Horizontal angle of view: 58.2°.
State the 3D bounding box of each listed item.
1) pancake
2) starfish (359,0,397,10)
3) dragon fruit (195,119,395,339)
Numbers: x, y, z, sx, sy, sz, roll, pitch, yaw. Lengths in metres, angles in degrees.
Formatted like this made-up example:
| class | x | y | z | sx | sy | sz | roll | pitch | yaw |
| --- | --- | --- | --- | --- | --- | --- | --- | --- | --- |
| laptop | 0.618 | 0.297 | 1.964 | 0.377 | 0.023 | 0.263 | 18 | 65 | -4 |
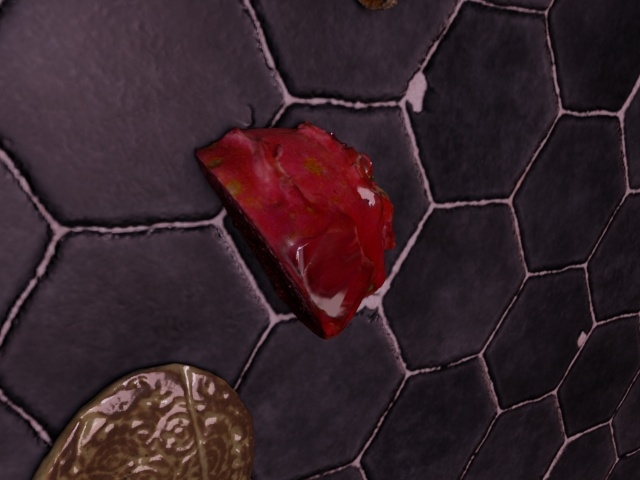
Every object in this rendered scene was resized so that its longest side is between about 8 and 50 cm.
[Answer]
| class | x | y | z | sx | sy | sz | roll | pitch | yaw |
| --- | --- | --- | --- | --- | --- | --- | --- | --- | --- |
| pancake | -0.183 | 0.253 | 0.624 | 0.250 | 0.031 | 0.249 | -12 | 114 | -30 |
| starfish | 0.057 | -0.349 | 0.465 | 0.303 | 0.113 | 0.311 | 35 | 73 | -63 |
| dragon fruit | 0.000 | 0.000 | 0.591 | 0.163 | 0.189 | 0.261 | -20 | 126 | 9 |
